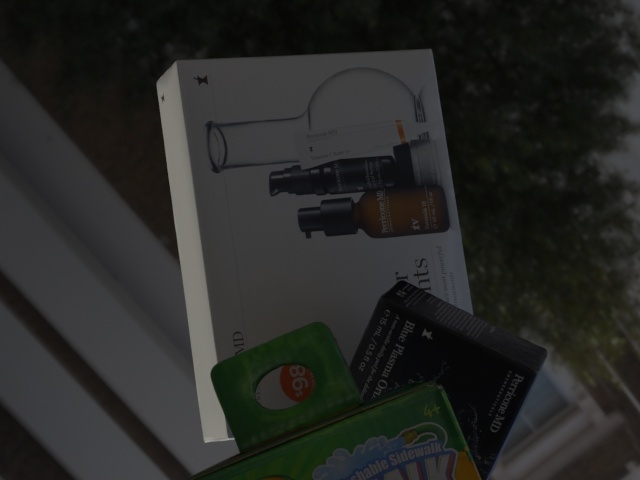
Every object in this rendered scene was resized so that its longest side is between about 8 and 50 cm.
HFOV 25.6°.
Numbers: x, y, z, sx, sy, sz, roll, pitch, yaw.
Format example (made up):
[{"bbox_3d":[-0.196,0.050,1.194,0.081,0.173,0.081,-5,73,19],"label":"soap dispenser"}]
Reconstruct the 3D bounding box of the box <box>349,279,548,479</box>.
[{"bbox_3d":[0.103,0.144,1.297,0.156,0.158,0.093,-67,170,13],"label":"box"}]

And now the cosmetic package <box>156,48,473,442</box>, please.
[{"bbox_3d":[0.000,0.000,1.442,0.284,0.377,0.097,-6,173,-20],"label":"cosmetic package"}]

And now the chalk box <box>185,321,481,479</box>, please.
[{"bbox_3d":[0.019,0.200,0.945,0.180,0.289,0.179,-23,174,-6],"label":"chalk box"}]
